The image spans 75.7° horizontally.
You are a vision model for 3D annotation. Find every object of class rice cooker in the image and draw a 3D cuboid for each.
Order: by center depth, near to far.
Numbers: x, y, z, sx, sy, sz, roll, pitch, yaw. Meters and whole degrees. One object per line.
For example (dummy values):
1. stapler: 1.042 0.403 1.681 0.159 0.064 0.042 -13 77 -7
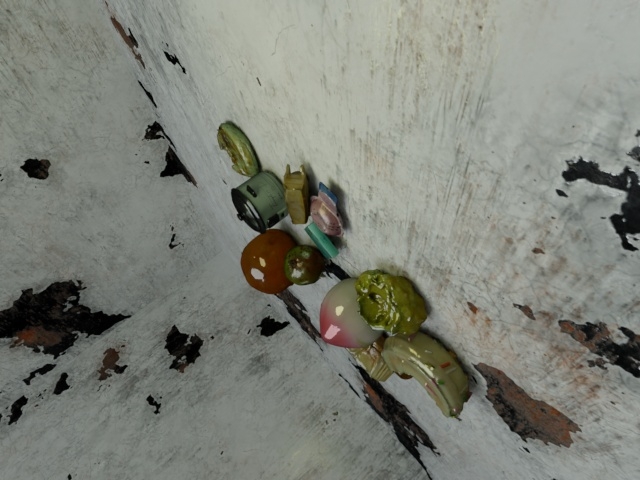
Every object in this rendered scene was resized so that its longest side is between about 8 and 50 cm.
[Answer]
1. rice cooker: -0.269 -0.163 1.816 0.241 0.227 0.281 46 160 17

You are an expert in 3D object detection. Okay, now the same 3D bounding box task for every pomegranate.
1. pomegranate: -0.062 0.133 1.940 0.198 0.198 0.246 25 155 53

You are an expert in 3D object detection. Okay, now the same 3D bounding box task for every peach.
1. peach: -0.247 0.120 2.130 0.302 0.342 0.343 47 161 6

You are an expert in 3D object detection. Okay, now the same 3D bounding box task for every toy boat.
1. toy boat: -0.082 -0.173 1.555 0.089 0.116 0.310 2 150 7

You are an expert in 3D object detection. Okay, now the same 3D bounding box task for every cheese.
1. cheese: 0.023 -0.105 1.486 0.189 0.074 0.286 44 160 20

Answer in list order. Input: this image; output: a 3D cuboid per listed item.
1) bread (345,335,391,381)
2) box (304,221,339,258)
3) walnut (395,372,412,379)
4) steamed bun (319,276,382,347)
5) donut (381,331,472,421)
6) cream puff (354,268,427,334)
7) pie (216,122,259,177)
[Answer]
1. bread: 0.222 0.495 1.986 0.388 0.183 0.236 45 180 3
2. box: 0.000 0.000 1.704 0.162 0.041 0.229 52 174 -4
3. walnut: 0.355 0.524 1.821 0.207 0.115 0.115 64 159 -12
4. steamed bun: 0.117 0.324 1.720 0.309 0.309 0.309 44 160 21
5. donut: 0.396 0.476 1.559 0.371 0.150 0.308 33 153 43
6. cream puff: 0.229 0.229 1.451 0.282 0.185 0.282 44 163 17
7. pie: -0.378 -0.405 1.880 0.302 0.066 0.303 46 160 22
